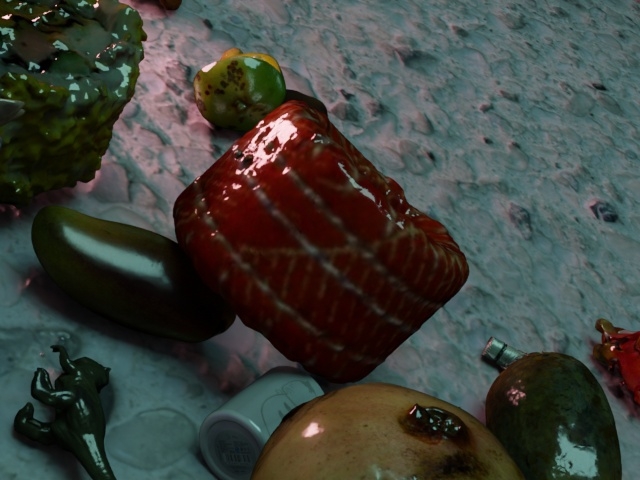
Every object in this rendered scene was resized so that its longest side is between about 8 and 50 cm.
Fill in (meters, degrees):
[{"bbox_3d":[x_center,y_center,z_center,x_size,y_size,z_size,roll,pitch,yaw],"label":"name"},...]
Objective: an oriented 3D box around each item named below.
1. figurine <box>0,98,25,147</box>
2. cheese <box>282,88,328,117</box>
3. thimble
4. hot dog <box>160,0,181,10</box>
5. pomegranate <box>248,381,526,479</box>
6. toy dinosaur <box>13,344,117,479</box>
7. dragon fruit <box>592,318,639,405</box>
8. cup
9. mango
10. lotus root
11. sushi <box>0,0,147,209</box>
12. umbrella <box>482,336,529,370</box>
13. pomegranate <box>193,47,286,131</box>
[{"bbox_3d":[-0.492,0.007,1.116,0.378,0.361,0.266,14,-1,-17],"label":"figurine"},{"bbox_3d":[-0.066,-0.217,2.034,0.162,0.036,0.086,19,38,-18],"label":"cheese"},{"bbox_3d":[0.000,0.000,1.539,0.350,0.230,0.350,44,8,-8],"label":"thimble"},{"bbox_3d":[-0.334,-0.495,2.108,0.259,0.114,0.175,24,33,-13],"label":"hot dog"},{"bbox_3d":[0.065,0.292,1.267,0.322,0.322,0.322,21,35,-16],"label":"pomegranate"},{"bbox_3d":[-0.227,0.187,1.333,0.179,0.087,0.187,24,35,-10],"label":"toy dinosaur"},{"bbox_3d":[0.500,0.182,1.903,0.208,0.133,0.150,37,3,38],"label":"dragon fruit"},{"bbox_3d":[-0.049,0.223,1.418,0.136,0.099,0.133,40,33,13],"label":"cup"},{"bbox_3d":[-0.226,0.041,1.498,0.267,0.111,0.133,27,42,-16],"label":"mango"},{"bbox_3d":[0.299,0.254,1.613,0.160,0.152,0.275,13,35,-12],"label":"lotus root"},{"bbox_3d":[-0.431,-0.225,1.564,0.396,0.240,0.351,28,34,0],"label":"sushi"},{"bbox_3d":[0.321,0.196,1.797,0.188,0.046,0.050,32,-10,0],"label":"umbrella"},{"bbox_3d":[-0.125,-0.232,1.937,0.169,0.143,0.122,-127,-164,-76],"label":"pomegranate"}]
